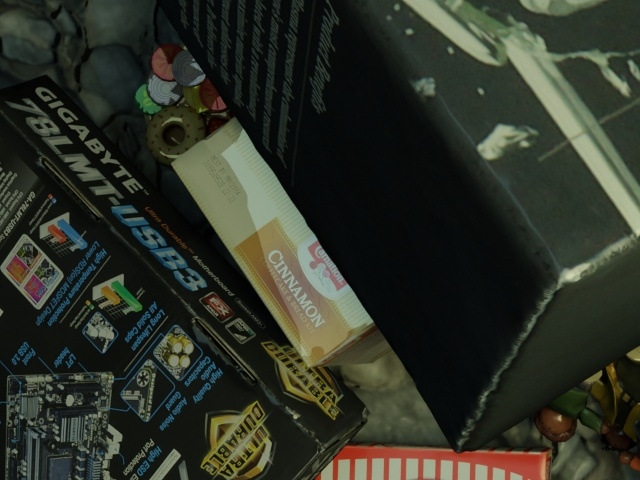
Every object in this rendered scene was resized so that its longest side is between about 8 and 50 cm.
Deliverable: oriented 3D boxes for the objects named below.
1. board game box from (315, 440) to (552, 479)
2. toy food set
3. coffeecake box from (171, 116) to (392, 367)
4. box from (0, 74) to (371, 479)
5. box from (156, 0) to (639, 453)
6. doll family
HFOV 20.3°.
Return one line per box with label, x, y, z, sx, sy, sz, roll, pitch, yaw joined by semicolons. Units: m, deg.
board game box;0.069;0.224;1.116;0.147;0.045;0.193;0;87;12
toy food set;-0.081;-0.093;1.179;0.083;0.020;0.082;-15;84;12
coffeecake box;0.000;0.000;1.071;0.068;0.185;0.142;-36;80;8
box;-0.162;0.103;1.108;0.293;0.073;0.295;44;121;10
box;0.150;-0.232;0.904;0.480;0.297;0.472;-31;76;-13
doll family;0.207;0.120;1.063;0.076;0.111;0.193;-37;64;-26
